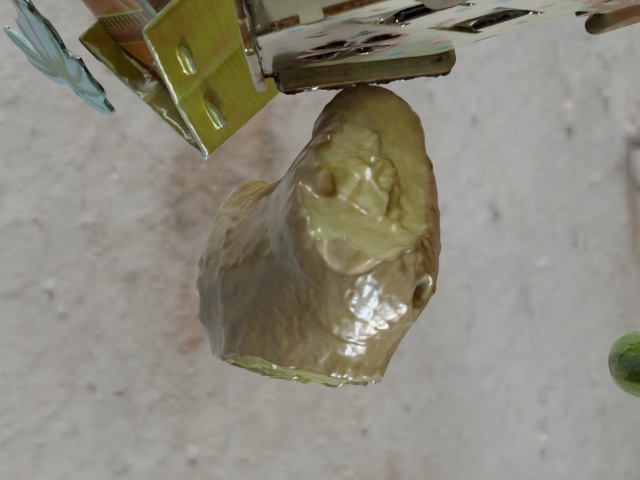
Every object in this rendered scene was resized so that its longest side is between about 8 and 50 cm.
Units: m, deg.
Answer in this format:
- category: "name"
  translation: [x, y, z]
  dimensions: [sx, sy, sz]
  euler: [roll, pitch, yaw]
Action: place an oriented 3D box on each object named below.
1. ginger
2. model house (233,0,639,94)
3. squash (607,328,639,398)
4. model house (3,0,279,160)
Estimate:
- category: "ginger"
  translation: [0.000, 0.000, 1.182]
  dimensions: [0.130, 0.275, 0.221]
  euler: [5, 93, -28]
- category: "model house"
  translation: [0.048, -0.200, 1.140]
  dimensions: [0.326, 0.244, 0.169]
  euler: [-8, 83, -57]
- category: "squash"
  translation: [0.332, 0.100, 1.375]
  dimensions: [0.066, 0.229, 0.066]
  euler: [6, 81, -44]
- category: "model house"
  translation: [-0.144, -0.264, 1.526]
  dimensions: [0.300, 0.340, 0.324]
  euler: [-43, 108, -14]
